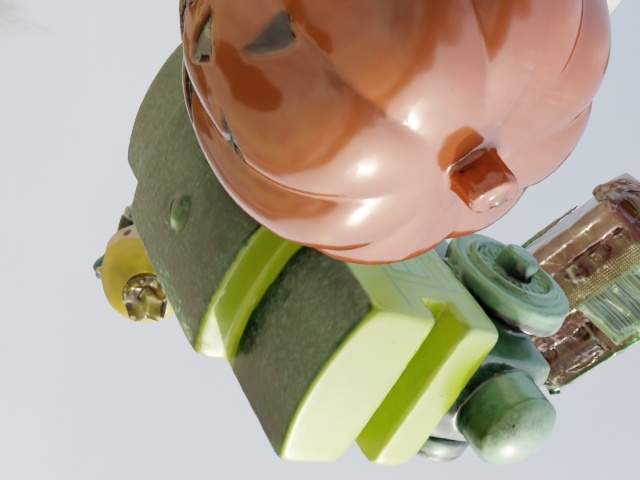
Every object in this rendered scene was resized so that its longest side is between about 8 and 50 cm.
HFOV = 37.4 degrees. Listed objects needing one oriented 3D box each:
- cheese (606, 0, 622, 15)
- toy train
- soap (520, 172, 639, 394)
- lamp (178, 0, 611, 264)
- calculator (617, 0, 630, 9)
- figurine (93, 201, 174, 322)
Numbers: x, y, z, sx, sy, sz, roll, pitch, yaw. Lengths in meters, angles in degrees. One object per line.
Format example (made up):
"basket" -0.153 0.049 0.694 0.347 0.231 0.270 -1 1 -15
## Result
"cheese" 0.254 -0.226 0.725 0.249 0.163 0.071 102 -26 -44
"toy train" 0.000 0.000 0.758 0.179 0.272 0.442 -58 -139 22
"soap" 0.313 0.062 1.109 0.218 0.098 0.273 49 -47 4
"lamp" 0.034 -0.074 0.414 0.187 0.188 0.164 -51 -127 27
"calculator" 0.251 -0.232 0.946 0.210 0.039 0.121 -34 -169 -11
"figurine" -0.203 0.004 1.180 0.185 0.127 0.234 -63 -177 4
